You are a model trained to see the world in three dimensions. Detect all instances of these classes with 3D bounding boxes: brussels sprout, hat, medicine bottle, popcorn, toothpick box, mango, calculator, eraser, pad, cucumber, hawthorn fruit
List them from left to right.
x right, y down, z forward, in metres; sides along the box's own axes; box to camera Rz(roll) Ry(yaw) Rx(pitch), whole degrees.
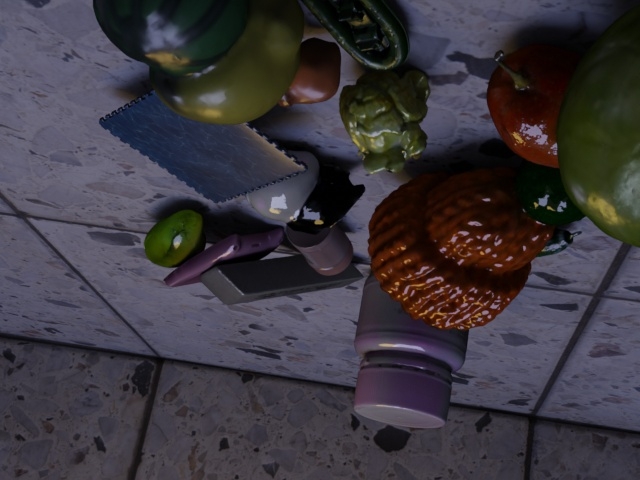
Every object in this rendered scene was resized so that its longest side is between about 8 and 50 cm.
[{"bbox_3d":[-0.306,-0.004,2.088,0.125,0.111,0.233,-23,171,-35],"label":"mango"},{"bbox_3d":[-0.193,-0.155,1.566,0.269,0.012,0.269,34,149,-29],"label":"pad"},{"bbox_3d":[-0.216,0.048,2.107,0.194,0.043,0.294,-11,166,-45],"label":"calculator"},{"bbox_3d":[-0.082,0.081,2.109,0.352,0.077,0.111,-7,171,-30],"label":"eraser"},{"bbox_3d":[0.000,0.000,1.956,0.098,0.098,0.149,3,158,21],"label":"toothpick box"},{"bbox_3d":[0.086,-0.177,1.381,0.135,0.162,0.141,20,-176,-31],"label":"popcorn"},{"bbox_3d":[0.202,0.243,2.179,0.256,0.325,0.256,8,161,3],"label":"medicine bottle"},{"bbox_3d":[0.269,-0.013,1.562,0.285,0.285,0.400,18,155,-19],"label":"hat"},{"bbox_3d":[0.259,-0.188,1.214,0.165,0.165,0.285,-7,163,40],"label":"hawthorn fruit"},{"bbox_3d":[0.398,0.010,1.845,0.056,0.056,0.250,25,158,-34],"label":"cucumber"},{"bbox_3d":[0.430,-0.127,1.080,0.344,0.268,0.344,-14,143,-11],"label":"brussels sprout"}]

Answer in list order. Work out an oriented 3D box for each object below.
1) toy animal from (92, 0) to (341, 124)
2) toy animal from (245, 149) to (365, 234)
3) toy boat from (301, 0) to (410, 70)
[{"bbox_3d":[-0.139,-0.252,1.215,0.216,0.191,0.338,3,161,35],"label":"toy animal"},{"bbox_3d":[-0.034,-0.094,1.696,0.179,0.138,0.166,26,136,-16],"label":"toy animal"},{"bbox_3d":[0.047,-0.285,1.239,0.104,0.052,0.210,-4,154,29],"label":"toy boat"}]
